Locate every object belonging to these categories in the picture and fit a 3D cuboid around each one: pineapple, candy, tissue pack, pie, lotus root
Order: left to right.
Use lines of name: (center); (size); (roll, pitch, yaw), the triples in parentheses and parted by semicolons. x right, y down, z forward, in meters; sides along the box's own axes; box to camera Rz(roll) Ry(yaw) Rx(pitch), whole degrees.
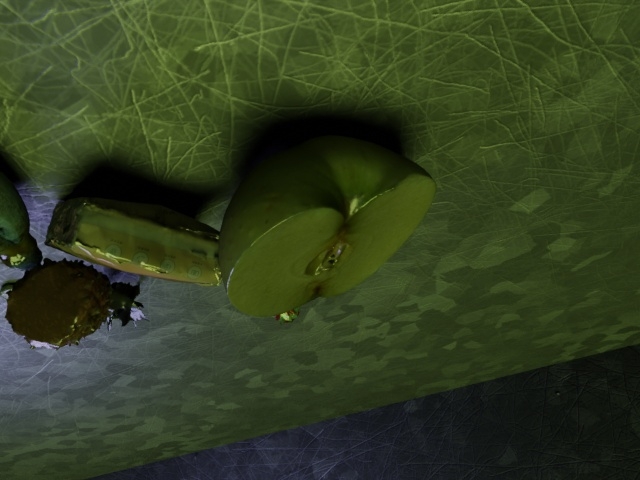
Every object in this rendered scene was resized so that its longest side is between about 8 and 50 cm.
lotus root: (-0.547, -0.057, 0.759); (0.158, 0.140, 0.322); (-35, 153, -8)
pie: (-0.653, 0.118, 1.084); (0.085, 0.017, 0.085); (-7, 147, -4)
pineapple: (-0.430, 0.117, 0.959); (0.165, 0.166, 0.364); (-12, 174, 1)
tissue pack: (-0.317, -0.002, 0.869); (0.256, 0.123, 0.215); (21, 168, -36)
candy: (-0.106, 0.101, 1.181); (0.078, 0.084, 0.288); (-9, 140, 3)

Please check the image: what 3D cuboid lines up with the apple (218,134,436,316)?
apple: (0.000, 0.000, 0.861); (0.320, 0.312, 0.360); (22, 146, -1)
